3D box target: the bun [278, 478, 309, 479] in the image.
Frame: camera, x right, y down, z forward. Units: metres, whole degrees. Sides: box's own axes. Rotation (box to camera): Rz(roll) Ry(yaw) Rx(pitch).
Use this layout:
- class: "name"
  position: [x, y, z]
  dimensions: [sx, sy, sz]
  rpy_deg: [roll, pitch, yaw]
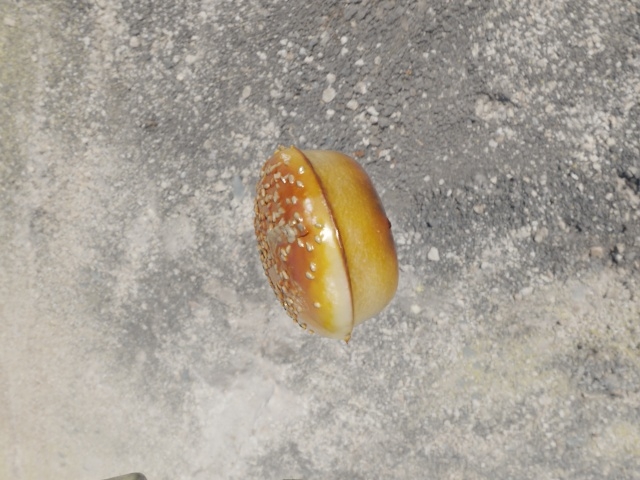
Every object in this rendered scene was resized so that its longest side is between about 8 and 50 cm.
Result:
- class: "bun"
  position: [-0.020, 0.411, 0.647]
  dimensions: [0.221, 0.221, 0.109]
  rpy_deg: [14, 125, 6]

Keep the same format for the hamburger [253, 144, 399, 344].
- class: "hamburger"
  position: [0.001, 0.003, 0.571]
  dimensions: [0.147, 0.237, 0.237]
  rpy_deg: [-20, 121, -4]

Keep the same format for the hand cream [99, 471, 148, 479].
- class: "hand cream"
  position: [-0.165, 0.148, 0.273]
  dimensions: [0.164, 0.057, 0.037]
  rpy_deg: [-2, 88, -3]
